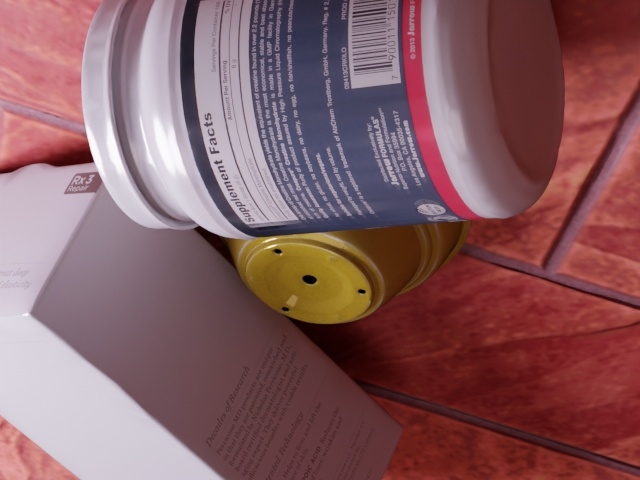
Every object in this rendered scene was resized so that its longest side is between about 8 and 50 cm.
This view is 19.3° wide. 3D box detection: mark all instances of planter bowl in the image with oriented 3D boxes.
[{"bbox_3d":[0.000,0.000,1.429,0.217,0.090,0.217,10,143,8],"label":"planter bowl"}]

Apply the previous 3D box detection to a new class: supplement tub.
[{"bbox_3d":[0.005,-0.100,1.215,0.272,0.191,0.191,-4,139,25],"label":"supplement tub"}]

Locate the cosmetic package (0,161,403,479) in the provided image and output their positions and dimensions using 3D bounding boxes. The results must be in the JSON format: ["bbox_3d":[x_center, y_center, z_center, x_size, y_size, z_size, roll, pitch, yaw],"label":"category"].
[{"bbox_3d":[-0.138,0.109,1.534,0.217,0.156,0.385,-6,141,47],"label":"cosmetic package"}]
